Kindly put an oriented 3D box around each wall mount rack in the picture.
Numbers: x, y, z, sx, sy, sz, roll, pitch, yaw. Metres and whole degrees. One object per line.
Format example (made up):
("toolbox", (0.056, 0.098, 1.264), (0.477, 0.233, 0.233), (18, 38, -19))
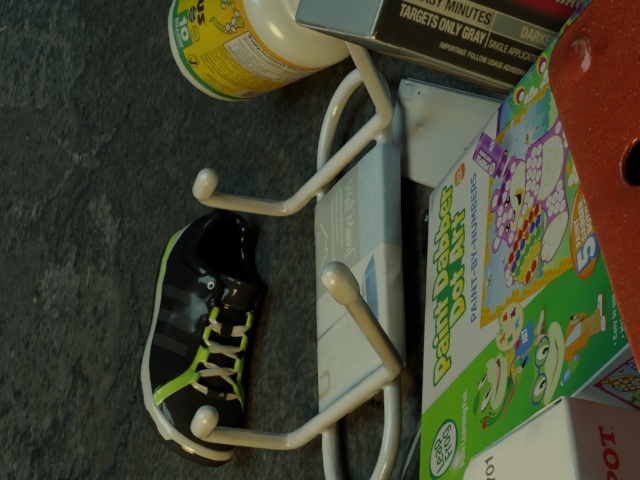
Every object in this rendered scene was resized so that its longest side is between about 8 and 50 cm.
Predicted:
("wall mount rack", (0.000, 0.000, 1.199), (0.304, 0.130, 0.350), (134, 140, -54))

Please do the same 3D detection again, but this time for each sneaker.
("sneaker", (-0.093, 0.067, 1.407), (0.097, 0.084, 0.235), (-44, 41, 42))

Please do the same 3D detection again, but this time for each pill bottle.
("pill bottle", (-0.030, -0.187, 1.381), (0.208, 0.117, 0.118), (-14, 65, 59))

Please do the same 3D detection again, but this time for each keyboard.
("keyboard", (0.109, -0.063, 1.185), (0.256, 0.014, 0.072), (25, 104, 62))

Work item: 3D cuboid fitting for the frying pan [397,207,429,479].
("frying pan", (0.089, 0.121, 1.085), (0.197, 0.053, 0.326), (-61, 21, 12))

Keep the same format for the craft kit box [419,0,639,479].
("craft kit box", (0.131, 0.010, 0.935), (0.247, 0.061, 0.250), (122, 158, -49))

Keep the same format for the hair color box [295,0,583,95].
("hair color box", (0.138, -0.280, 1.049), (0.113, 0.185, 0.375), (24, 98, 62))

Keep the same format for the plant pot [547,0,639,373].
("plant pot", (0.247, -0.036, 0.681), (0.267, 0.235, 0.267), (-50, 36, 39))

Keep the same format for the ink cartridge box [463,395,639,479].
("ink cartridge box", (0.169, 0.161, 0.772), (0.082, 0.190, 0.140), (-42, 42, 46))
